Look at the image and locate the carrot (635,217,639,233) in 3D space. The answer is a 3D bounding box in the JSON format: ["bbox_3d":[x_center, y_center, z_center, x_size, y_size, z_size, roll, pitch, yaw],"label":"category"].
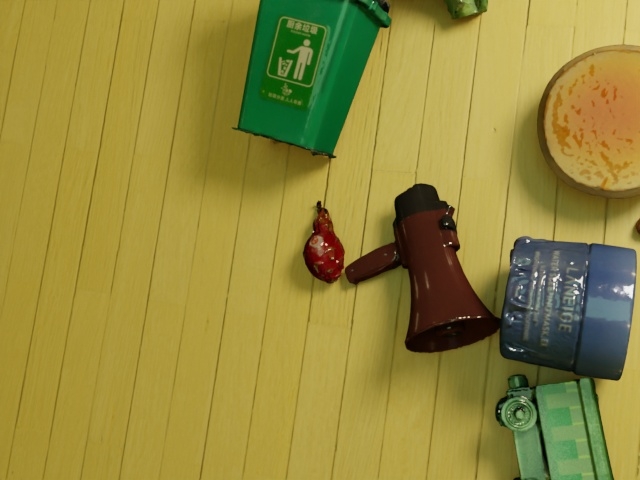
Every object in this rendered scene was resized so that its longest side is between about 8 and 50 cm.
[{"bbox_3d":[0.712,-0.034,1.458,0.186,0.060,0.060,-6,80,17],"label":"carrot"}]

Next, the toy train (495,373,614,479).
[{"bbox_3d":[0.448,0.401,1.437,0.202,0.120,0.301,-10,79,11],"label":"toy train"}]

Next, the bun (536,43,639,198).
[{"bbox_3d":[0.582,-0.230,1.468,0.298,0.164,0.299,2,96,24],"label":"bun"}]

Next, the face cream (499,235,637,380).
[{"bbox_3d":[0.458,0.123,1.406,0.225,0.249,0.249,6,83,19],"label":"face cream"}]

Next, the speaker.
[{"bbox_3d":[0.208,0.076,1.558,0.259,0.198,0.330,-51,45,45],"label":"speaker"}]

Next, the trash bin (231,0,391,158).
[{"bbox_3d":[-0.022,-0.387,1.620,0.259,0.295,0.381,19,98,17],"label":"trash bin"}]

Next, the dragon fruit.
[{"bbox_3d":[0.000,0.000,1.639,0.094,0.094,0.191,-15,73,13],"label":"dragon fruit"}]

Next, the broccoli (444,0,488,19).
[{"bbox_3d":[0.275,-0.604,1.576,0.307,0.308,0.275,-14,103,13],"label":"broccoli"}]
